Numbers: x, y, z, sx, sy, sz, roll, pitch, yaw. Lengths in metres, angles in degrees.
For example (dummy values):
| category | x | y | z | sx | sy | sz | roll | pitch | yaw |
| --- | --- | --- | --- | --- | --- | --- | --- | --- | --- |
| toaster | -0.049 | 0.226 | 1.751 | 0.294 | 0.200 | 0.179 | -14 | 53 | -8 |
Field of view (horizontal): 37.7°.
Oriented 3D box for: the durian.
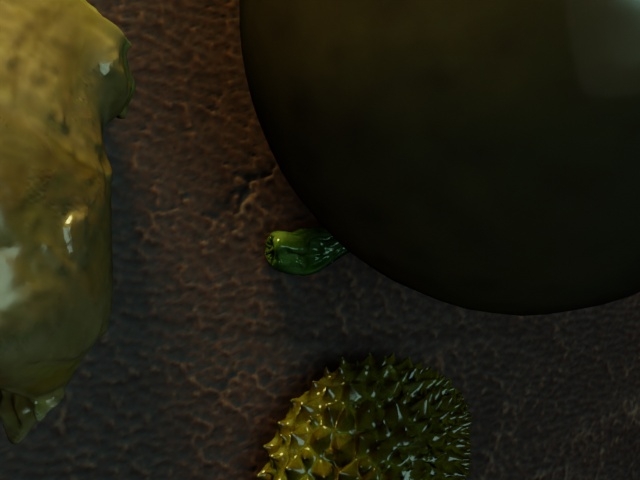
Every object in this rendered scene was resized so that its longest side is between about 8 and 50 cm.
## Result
| category | x | y | z | sx | sy | sz | roll | pitch | yaw |
| --- | --- | --- | --- | --- | --- | --- | --- | --- | --- |
| durian | 0.027 | 0.173 | 0.627 | 0.146 | 0.102 | 0.208 | 31 | 81 | -17 |

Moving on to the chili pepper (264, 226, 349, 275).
| category | x | y | z | sx | sy | sz | roll | pitch | yaw |
| --- | --- | --- | --- | --- | --- | --- | --- | --- | --- |
| chili pepper | 0.001 | 0.001 | 0.633 | 0.091 | 0.030 | 0.034 | -18 | 81 | -31 |

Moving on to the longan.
| category | x | y | z | sx | sy | sz | roll | pitch | yaw |
| --- | --- | --- | --- | --- | --- | --- | --- | --- | --- |
| longan | 0.116 | -0.140 | 0.521 | 0.360 | 0.361 | 0.361 | -5 | 100 | -31 |

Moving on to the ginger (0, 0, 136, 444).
| category | x | y | z | sx | sy | sz | roll | pitch | yaw |
| --- | --- | --- | --- | --- | --- | --- | --- | --- | --- |
| ginger | -0.162 | -0.033 | 0.464 | 0.152 | 0.138 | 0.267 | 12 | 86 | -38 |
